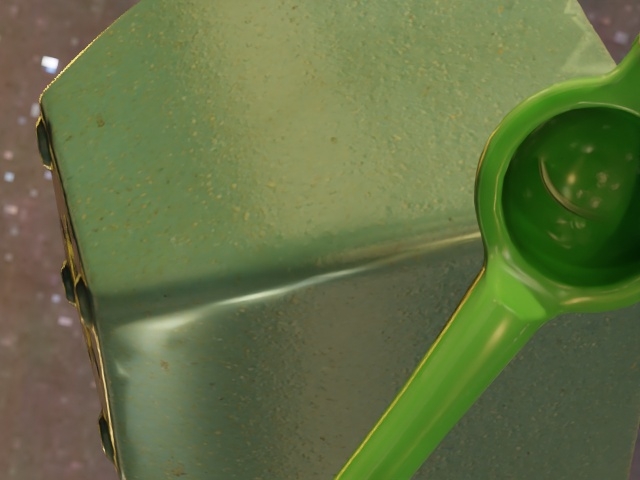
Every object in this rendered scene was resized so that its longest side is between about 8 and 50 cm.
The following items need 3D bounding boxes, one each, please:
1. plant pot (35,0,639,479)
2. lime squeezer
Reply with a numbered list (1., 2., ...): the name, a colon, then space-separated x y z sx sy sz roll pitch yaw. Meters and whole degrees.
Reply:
1. plant pot: 0.000 0.000 0.853 0.247 0.252 0.248 88 -14 -48
2. lime squeezer: 0.068 -0.032 0.445 0.110 0.059 0.310 -6 -134 57
